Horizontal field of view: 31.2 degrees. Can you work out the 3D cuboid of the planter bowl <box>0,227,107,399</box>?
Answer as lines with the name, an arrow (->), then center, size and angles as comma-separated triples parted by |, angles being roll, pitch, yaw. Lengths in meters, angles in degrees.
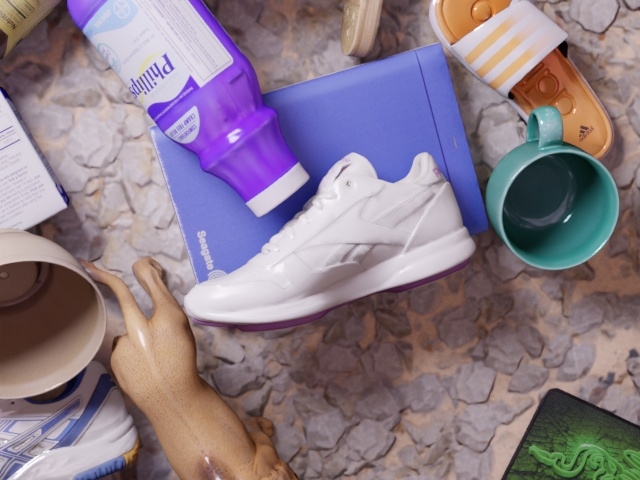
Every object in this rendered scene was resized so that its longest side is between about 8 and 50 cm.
planter bowl -> -0.295, 0.055, 1.096 | 0.162, 0.109, 0.162 | -13, 128, -17

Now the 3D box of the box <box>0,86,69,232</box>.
box -> -0.338, -0.066, 1.142 | 0.126, 0.072, 0.137 | -28, 103, -4

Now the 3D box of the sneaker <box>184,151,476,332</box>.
sneaker -> 0.000, 0.000, 1.160 | 0.305, 0.114, 0.152 | -18, 95, -17

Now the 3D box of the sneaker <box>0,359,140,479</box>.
sneaker -> -0.336, 0.213, 1.156 | 0.296, 0.112, 0.131 | -20, 92, -29

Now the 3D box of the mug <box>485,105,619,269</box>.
mug -> 0.249, -0.055, 1.228 | 0.129, 0.097, 0.157 | 24, 102, -11

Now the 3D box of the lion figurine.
lion figurine -> -0.118, 0.179, 1.132 | 0.142, 0.240, 0.392 | -42, 102, -2

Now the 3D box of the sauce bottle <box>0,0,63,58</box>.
sauce bottle -> -0.321, -0.239, 1.102 | 0.344, 0.111, 0.111 | -43, 103, 0

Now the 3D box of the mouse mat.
mouse mat -> 0.313, 0.272, 1.342 | 0.190, 0.007, 0.152 | 25, 93, -13

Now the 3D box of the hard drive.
hard drive -> 0.002, -0.064, 1.219 | 0.319, 0.040, 0.210 | -17, 101, -7

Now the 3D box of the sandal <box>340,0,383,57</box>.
sandal -> 0.025, -0.309, 1.163 | 0.079, 0.088, 0.240 | 4, 103, -17

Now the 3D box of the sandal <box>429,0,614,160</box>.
sandal -> 0.233, -0.186, 1.224 | 0.265, 0.076, 0.102 | 43, 89, -13

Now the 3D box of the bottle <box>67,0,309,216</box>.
bottle -> -0.122, -0.151, 1.111 | 0.283, 0.118, 0.092 | 52, 54, -8
